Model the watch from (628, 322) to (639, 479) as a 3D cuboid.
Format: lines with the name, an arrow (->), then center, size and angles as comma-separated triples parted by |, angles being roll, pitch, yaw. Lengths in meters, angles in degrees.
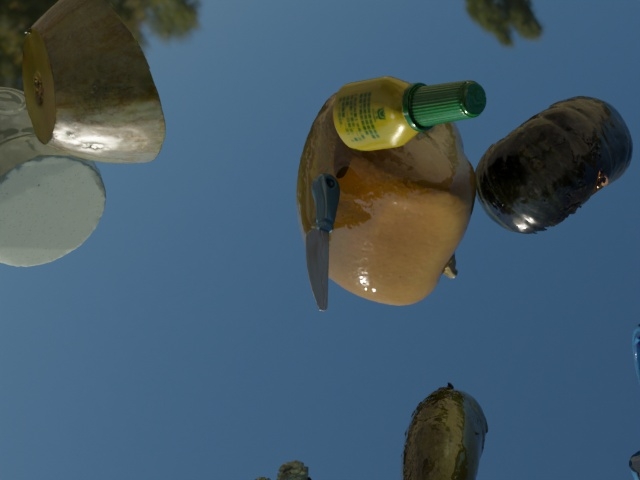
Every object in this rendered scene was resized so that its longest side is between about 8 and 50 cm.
watch -> 0.503, 0.226, 1.670 | 0.241, 0.274, 0.305 | -18, -166, -3

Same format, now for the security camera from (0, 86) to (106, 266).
security camera -> -0.415, -0.103, 1.789 | 0.194, 0.194, 0.236 | -36, -128, -3

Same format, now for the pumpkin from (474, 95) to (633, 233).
pumpkin -> 0.437, -0.145, 2.506 | 0.320, 0.192, 0.320 | -32, 180, 0

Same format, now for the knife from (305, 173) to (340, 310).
knife -> -0.001, -0.001, 2.211 | 0.032, 0.058, 0.244 | -20, -126, 43

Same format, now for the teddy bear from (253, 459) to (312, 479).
teddy bear -> 0.003, 0.410, 1.981 | 0.133, 0.213, 0.111 | -39, -142, 45

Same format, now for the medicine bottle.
medicine bottle -> 0.129, -0.197, 2.004 | 0.076, 0.111, 0.309 | -21, -169, -33

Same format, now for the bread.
bread -> 0.102, -0.097, 2.393 | 0.253, 0.348, 0.376 | -11, 145, -29

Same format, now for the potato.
potato -> 0.164, 0.299, 1.834 | 0.251, 0.113, 0.149 | -60, 170, -53

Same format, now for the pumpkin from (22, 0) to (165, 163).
pumpkin -> -0.280, -0.173, 1.528 | 0.110, 0.217, 0.217 | -25, -163, -23
